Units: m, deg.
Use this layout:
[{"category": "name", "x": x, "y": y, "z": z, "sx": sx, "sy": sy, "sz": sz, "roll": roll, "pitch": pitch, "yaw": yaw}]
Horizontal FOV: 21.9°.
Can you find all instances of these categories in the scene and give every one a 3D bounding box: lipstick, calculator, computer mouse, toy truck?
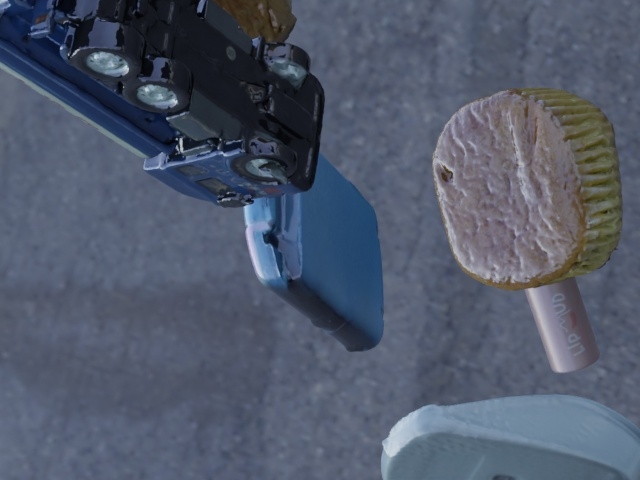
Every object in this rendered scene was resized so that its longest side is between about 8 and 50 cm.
[{"category": "lipstick", "x": 0.305, "y": 0.050, "z": 2.217, "sx": 0.070, "sy": 0.070, "sz": 0.254, "roll": -3, "pitch": 111, "yaw": 52}, {"category": "calculator", "x": 0.000, "y": 0.000, "z": 1.611, "sx": 0.051, "sy": 0.293, "sz": 0.173, "roll": -11, "pitch": 66, "yaw": 19}, {"category": "computer mouse", "x": 0.162, "y": 0.175, "z": 1.380, "sx": 0.128, "sy": 0.231, "sz": 0.079, "roll": 115, "pitch": 161, "yaw": -46}, {"category": "toy truck", "x": -0.085, "y": -0.081, "z": 0.763, "sx": 0.088, "sy": 0.201, "sz": 0.074, "roll": -15, "pitch": 57, "yaw": 35}]

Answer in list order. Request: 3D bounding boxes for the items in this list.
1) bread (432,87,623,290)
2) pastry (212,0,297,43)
[{"category": "bread", "x": 0.264, "y": -0.066, "z": 2.081, "sx": 0.227, "sy": 0.142, "sz": 0.253, "roll": -9, "pitch": 93, "yaw": 41}, {"category": "pastry", "x": -0.082, "y": -0.177, "z": 1.122, "sx": 0.081, "sy": 0.153, "sz": 0.153, "roll": -19, "pitch": 57, "yaw": 35}]
